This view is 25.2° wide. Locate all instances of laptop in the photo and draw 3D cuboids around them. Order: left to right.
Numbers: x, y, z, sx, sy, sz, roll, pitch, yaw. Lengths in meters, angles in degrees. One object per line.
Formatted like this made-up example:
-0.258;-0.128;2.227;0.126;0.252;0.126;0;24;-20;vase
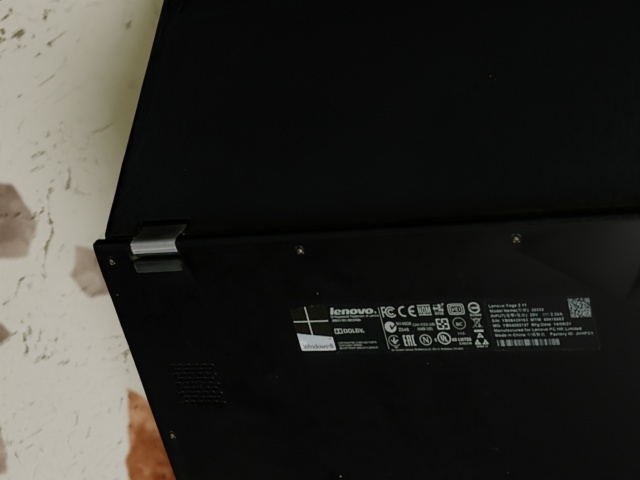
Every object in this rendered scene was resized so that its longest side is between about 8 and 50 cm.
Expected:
0.096;-0.010;0.836;0.382;0.236;0.407;-3;117;26;laptop
